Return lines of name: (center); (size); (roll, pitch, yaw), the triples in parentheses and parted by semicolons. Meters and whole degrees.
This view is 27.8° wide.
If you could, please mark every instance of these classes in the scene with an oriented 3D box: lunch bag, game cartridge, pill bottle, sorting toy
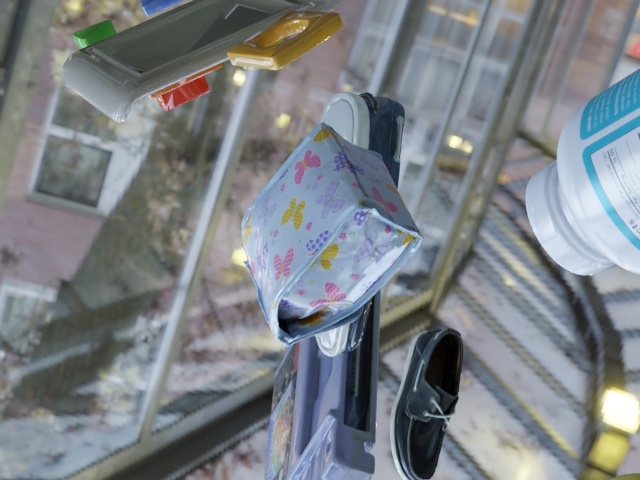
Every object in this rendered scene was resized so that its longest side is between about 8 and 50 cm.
lunch bag: (0.000, 0.000, 0.610); (0.053, 0.083, 0.071); (28, -156, -35)
game cartridge: (0.000, 0.178, 1.452); (0.068, 0.230, 0.355); (21, -140, -14)
pill bottle: (0.272, -0.066, 0.919); (0.146, 0.146, 0.264); (7, 153, -39)
sorting toy: (-0.093, -0.150, 1.006); (0.196, 0.047, 0.348); (-31, -154, -13)

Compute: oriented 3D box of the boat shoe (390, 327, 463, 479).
boat shoe: (0.159, 0.239, 1.877); (0.084, 0.233, 0.079); (22, 159, -29)

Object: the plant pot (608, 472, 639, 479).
plant pot: (0.539, 0.559, 2.152); (0.254, 0.254, 0.239); (22, -140, 15)

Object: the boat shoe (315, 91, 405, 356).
boat shoe: (0.039, -0.015, 1.248); (0.079, 0.254, 0.095); (3, 177, -32)
